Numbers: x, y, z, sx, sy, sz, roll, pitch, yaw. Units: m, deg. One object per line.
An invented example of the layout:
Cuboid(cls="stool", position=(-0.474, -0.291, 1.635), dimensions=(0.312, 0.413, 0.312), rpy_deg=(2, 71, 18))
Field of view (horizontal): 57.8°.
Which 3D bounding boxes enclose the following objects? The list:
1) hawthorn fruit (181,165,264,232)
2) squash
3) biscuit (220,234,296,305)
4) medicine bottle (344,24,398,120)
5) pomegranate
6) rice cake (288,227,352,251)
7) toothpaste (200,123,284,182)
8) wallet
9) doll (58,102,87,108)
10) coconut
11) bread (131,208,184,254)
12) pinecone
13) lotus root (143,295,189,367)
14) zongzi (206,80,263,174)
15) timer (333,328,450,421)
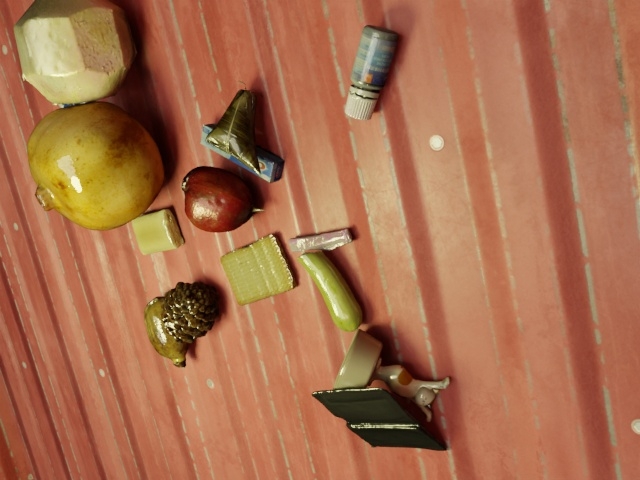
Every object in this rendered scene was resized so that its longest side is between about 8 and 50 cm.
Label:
Cuboid(cls="hawthorn fruit", position=(-0.272, -0.108, 1.645), dimensions=(0.252, 0.189, 0.189), rpy_deg=(17, 116, 10))
Cuboid(cls="squash", position=(0.031, 0.131, 1.542), dimensions=(0.083, 0.083, 0.250), rpy_deg=(-31, 91, 38))
Cuboid(cls="biscuit", position=(-0.186, 0.090, 1.727), dimensions=(0.255, 0.029, 0.172), rpy_deg=(-21, 92, 39))
Cuboid(cls="medicine bottle", position=(0.111, -0.380, 1.323), dimensions=(0.083, 0.083, 0.203), rpy_deg=(31, 122, 24))
Cuboid(cls="pomegranate", position=(-0.687, -0.223, 1.749), dimensions=(0.417, 0.417, 0.416), rpy_deg=(12, 112, 33))
Cuboid(cls="rice cake", position=(0.000, 0.000, 1.557), dimensions=(0.207, 0.036, 0.047), rpy_deg=(-7, 110, 37))
Cuboid(cls="toothpaste", position=(-0.223, -0.249, 1.626), dimensions=(0.272, 0.053, 0.066), rpy_deg=(30, 121, 24))
Cuboid(cls="wallet", position=(0.148, 0.468, 1.506), dimensions=(0.247, 0.041, 0.323), rpy_deg=(-12, 130, 40))
Cuboid(cls="doll", position=(-0.845, -0.431, 1.986), dimensions=(0.138, 0.119, 0.293), rpy_deg=(6, 104, 17))
Cuboid(cls="coconut", position=(-0.720, -0.583, 1.702), dimensions=(0.353, 0.353, 0.352), rpy_deg=(12, 112, 33))
Cuboid(cls="bread", position=(-0.542, -0.028, 1.924), dimensions=(0.178, 0.060, 0.139), rpy_deg=(-7, 102, 37))
Cuboid(cls="pinecone", position=(-0.415, 0.232, 1.849), dimensions=(0.184, 0.179, 0.204), rpy_deg=(2, 135, -8))
Cuboid(cls="lotus root", position=(-0.517, 0.314, 1.974), dimensions=(0.145, 0.129, 0.260), rpy_deg=(-17, 96, 65))
Cuboid(cls="zongzi", position=(-0.183, -0.295, 1.533), dimensions=(0.184, 0.084, 0.187), rpy_deg=(35, 98, 15))
Cuboid(cls="timer", position=(0.185, 0.358, 1.494), dimensions=(0.266, 0.175, 0.175), rpy_deg=(22, 118, 8))
